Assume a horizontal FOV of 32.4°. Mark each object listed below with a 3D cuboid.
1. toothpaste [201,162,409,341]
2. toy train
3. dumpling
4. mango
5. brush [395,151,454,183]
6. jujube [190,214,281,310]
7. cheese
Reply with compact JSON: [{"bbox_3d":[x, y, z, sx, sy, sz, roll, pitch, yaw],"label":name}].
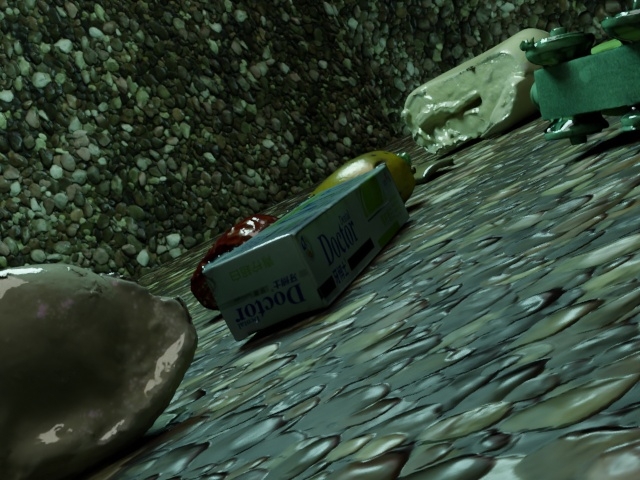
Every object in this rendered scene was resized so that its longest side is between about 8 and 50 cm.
[{"bbox_3d":[0.000,0.000,0.948,0.081,0.067,0.336,-24,6,19],"label":"toothpaste"},{"bbox_3d":[0.272,-0.140,0.888,0.157,0.105,0.253,-13,3,-14],"label":"toy train"},{"bbox_3d":[-0.172,0.086,0.648,0.199,0.136,0.118,-6,-28,9],"label":"dumpling"},{"bbox_3d":[0.033,-0.044,1.230,0.161,0.076,0.103,-33,7,32],"label":"mango"},{"bbox_3d":[0.123,-0.103,1.576,0.054,0.048,0.282,-30,7,-10],"label":"brush"},{"bbox_3d":[-0.073,0.025,1.053,0.129,0.077,0.077,-37,-3,40],"label":"jujube"},{"bbox_3d":[0.264,-0.231,1.742,0.233,0.127,0.266,-34,6,-40],"label":"cheese"}]
